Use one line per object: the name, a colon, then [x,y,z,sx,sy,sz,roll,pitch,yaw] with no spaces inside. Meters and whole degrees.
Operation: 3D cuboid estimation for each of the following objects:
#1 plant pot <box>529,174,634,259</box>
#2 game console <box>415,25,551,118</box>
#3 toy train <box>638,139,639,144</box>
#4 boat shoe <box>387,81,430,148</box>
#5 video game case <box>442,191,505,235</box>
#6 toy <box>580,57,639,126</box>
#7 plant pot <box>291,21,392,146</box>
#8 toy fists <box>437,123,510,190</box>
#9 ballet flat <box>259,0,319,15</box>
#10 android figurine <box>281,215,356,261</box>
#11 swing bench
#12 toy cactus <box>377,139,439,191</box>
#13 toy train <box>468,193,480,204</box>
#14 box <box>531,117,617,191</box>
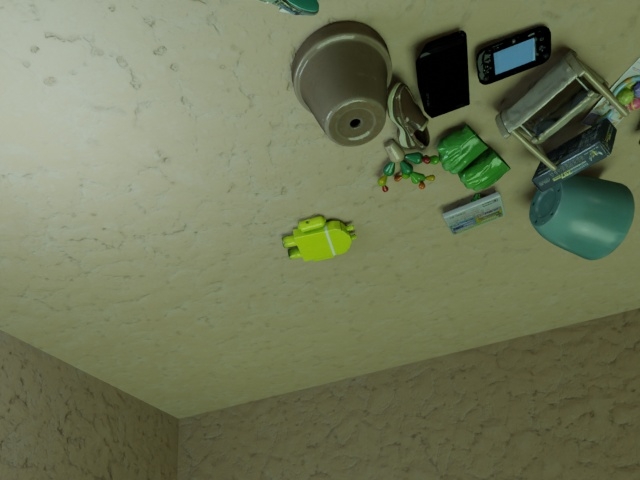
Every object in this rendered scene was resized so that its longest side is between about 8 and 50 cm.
plant pot: [0.900,-0.102,1.734,0.235,0.293,0.293,17,138,-9]
game console: [0.431,-0.470,1.286,0.361,0.044,0.213,-20,140,4]
toy train: [1.070,-0.373,1.543,0.080,0.105,0.184,-6,144,9]
boat shoe: [0.261,-0.347,1.369,0.095,0.095,0.257,24,170,28]
video game case: [0.583,-0.097,1.845,0.212,0.023,0.193,-23,152,17]
toy: [0.933,-0.423,1.485,0.137,0.056,0.237,7,141,-23]
plant pot: [0.070,-0.364,1.215,0.263,0.229,0.263,-7,143,-6]
toy fists: [0.482,-0.259,1.571,0.279,0.096,0.142,27,122,-38]
ballet flat: [-0.094,-0.545,1.083,0.188,0.070,0.070,16,136,-29]
android figurine: [0.000,0.000,1.834,0.273,0.056,0.248,-14,143,7]
swing bench: [0.675,-0.379,1.399,0.255,0.165,0.253,23,134,-29]
toy cactus: [0.257,-0.234,1.544,0.219,0.112,0.180,-13,132,40]
toy train: [0.568,-0.143,1.810,0.024,0.017,0.083,8,141,-8]
box: [0.795,-0.266,1.532,0.059,0.183,0.233,48,138,-4]
